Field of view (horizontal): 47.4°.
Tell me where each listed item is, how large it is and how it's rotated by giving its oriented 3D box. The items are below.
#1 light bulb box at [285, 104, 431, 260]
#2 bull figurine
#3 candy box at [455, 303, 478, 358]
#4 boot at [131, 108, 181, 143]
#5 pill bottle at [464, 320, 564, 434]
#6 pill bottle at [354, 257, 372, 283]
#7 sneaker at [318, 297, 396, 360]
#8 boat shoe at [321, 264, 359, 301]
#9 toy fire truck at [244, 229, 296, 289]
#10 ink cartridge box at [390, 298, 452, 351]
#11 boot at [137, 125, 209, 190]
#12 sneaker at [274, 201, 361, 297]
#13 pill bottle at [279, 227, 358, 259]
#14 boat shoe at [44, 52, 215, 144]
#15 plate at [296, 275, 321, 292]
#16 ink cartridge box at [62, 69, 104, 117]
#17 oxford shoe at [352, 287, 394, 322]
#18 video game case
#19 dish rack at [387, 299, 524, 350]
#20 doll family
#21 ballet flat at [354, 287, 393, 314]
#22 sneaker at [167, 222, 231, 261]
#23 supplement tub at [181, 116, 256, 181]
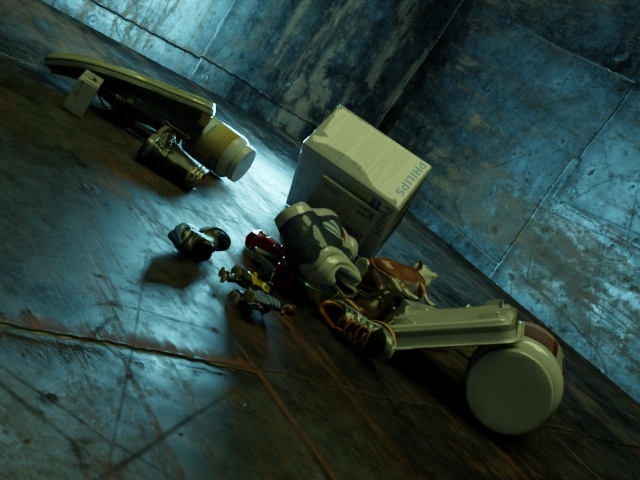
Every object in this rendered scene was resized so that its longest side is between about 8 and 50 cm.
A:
[{"bbox_3d":[0.114,-0.176,2.368,0.361,0.225,0.358,36,-30,8],"label":"light bulb box"},{"bbox_3d":[0.255,0.132,2.155,0.310,0.101,0.188,14,39,-46],"label":"bull figurine"},{"bbox_3d":[0.499,0.303,2.238,0.183,0.088,0.316,36,13,9],"label":"candy box"},{"bbox_3d":[-0.523,-0.365,2.241,0.106,0.082,0.219,-16,53,-45],"label":"boot"},{"bbox_3d":[0.470,0.326,1.758,0.224,0.224,0.392,37,12,15],"label":"pill bottle"},{"bbox_3d":[0.157,0.097,2.194,0.116,0.065,0.065,24,16,-41],"label":"pill bottle"},{"bbox_3d":[0.076,0.194,1.592,0.215,0.084,0.083,32,10,40],"label":"sneaker"},{"bbox_3d":[0.061,0.117,1.820,0.069,0.081,0.228,51,21,-8],"label":"boat shoe"},{"bbox_3d":[-0.119,0.041,1.734,0.192,0.047,0.135,36,15,21],"label":"toy fire truck"},{"bbox_3d":[0.294,0.236,1.998,0.127,0.072,0.175,42,15,36],"label":"ink cartridge box"},{"bbox_3d":[-0.386,-0.220,1.970,0.178,0.085,0.236,36,14,-8],"label":"boot"},{"bbox_3d":[0.016,0.044,1.740,0.236,0.130,0.323,59,11,15],"label":"sneaker"},{"bbox_3d":[0.000,0.000,2.024,0.216,0.121,0.121,24,16,-41],"label":"pill bottle"},{"bbox_3d":[-0.557,-0.413,2.099,0.500,0.156,0.187,20,8,-8],"label":"boat shoe"},{"bbox_3d":[-0.039,0.073,1.873,0.188,0.024,0.188,32,12,-7],"label":"plate"},{"bbox_3d":[-0.630,-0.391,1.937,0.056,0.099,0.135,31,14,-20],"label":"ink cartridge box"},{"bbox_3d":[0.127,0.157,1.818,0.082,0.096,0.227,39,15,14],"label":"oxford shoe"},{"bbox_3d":[0.047,-0.064,2.221,0.212,0.193,0.023,35,21,3],"label":"video game case"},{"bbox_3d":[0.311,0.196,1.733,0.332,0.072,0.285,-5,2,17],"label":"dish rack"},{"bbox_3d":[-0.122,0.105,1.437,0.111,0.076,0.193,31,17,-36],"label":"doll family"},{"bbox_3d":[0.119,0.143,1.953,0.173,0.049,0.057,33,11,-7],"label":"ballet flat"},{"bbox_3d":[-0.246,0.011,1.515,0.078,0.067,0.188,60,18,15],"label":"sneaker"},{"bbox_3d":[-0.313,-0.286,2.250,0.199,0.144,0.144,36,12,9],"label":"supplement tub"}]
